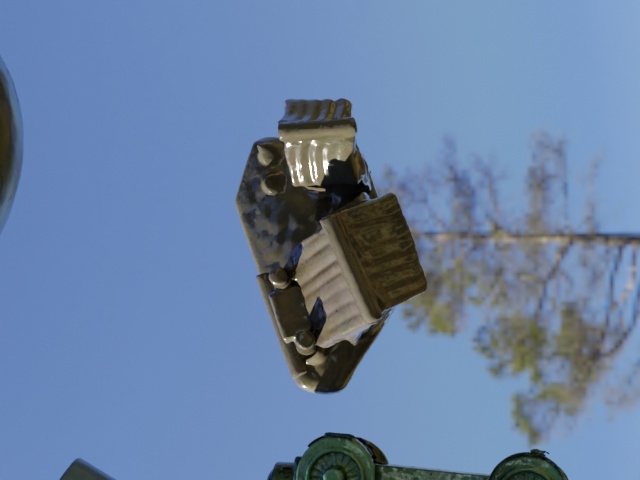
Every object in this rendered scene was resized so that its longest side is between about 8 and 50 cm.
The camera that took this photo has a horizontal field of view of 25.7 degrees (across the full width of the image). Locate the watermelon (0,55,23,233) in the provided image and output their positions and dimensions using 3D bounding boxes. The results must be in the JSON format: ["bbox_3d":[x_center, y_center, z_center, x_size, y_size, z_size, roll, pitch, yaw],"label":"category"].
[{"bbox_3d":[-0.443,-0.087,1.303,0.363,0.363,0.363,-1,-90,-66],"label":"watermelon"}]

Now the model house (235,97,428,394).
[{"bbox_3d":[0.007,-0.001,1.115,0.188,0.122,0.229,110,144,-78],"label":"model house"}]

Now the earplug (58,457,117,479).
[{"bbox_3d":[-0.189,0.369,1.607,0.132,0.273,0.132,-63,-4,-9],"label":"earplug"}]

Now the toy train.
[{"bbox_3d":[0.091,0.249,1.132,0.116,0.285,0.177,43,-128,-78],"label":"toy train"}]
